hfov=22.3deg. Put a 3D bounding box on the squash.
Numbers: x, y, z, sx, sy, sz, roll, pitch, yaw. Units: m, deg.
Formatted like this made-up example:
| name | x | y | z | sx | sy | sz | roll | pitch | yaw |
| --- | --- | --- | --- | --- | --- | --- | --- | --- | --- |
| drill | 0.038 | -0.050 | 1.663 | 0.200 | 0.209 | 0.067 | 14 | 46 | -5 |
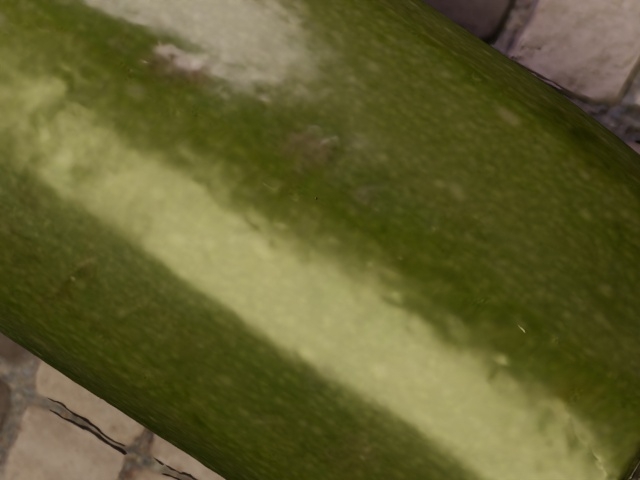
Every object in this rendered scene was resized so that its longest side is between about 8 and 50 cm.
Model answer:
| name | x | y | z | sx | sy | sz | roll | pitch | yaw |
| --- | --- | --- | --- | --- | --- | --- | --- | --- | --- |
| squash | 0.000 | 0.000 | 0.820 | 0.384 | 0.263 | 0.263 | 34 | 113 | 5 |
